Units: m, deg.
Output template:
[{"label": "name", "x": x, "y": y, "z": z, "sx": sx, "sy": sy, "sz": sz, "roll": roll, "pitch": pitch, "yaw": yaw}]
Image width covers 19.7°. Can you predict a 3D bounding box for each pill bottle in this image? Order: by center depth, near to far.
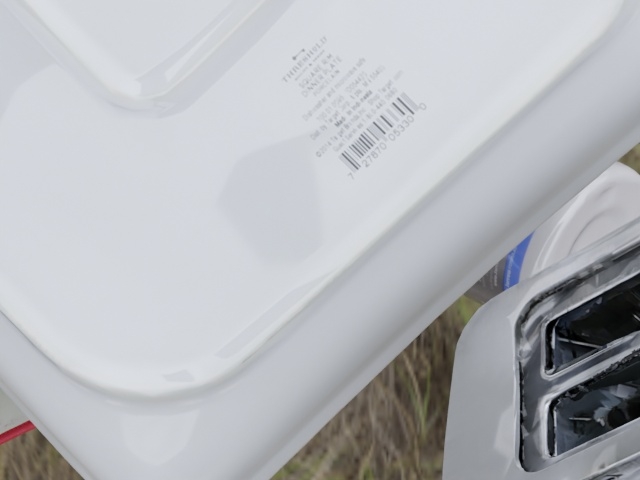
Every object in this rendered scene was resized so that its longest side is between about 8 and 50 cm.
[{"label": "pill bottle", "x": 0.062, "y": -0.019, "z": 0.775, "sx": 0.137, "sy": 0.078, "sz": 0.078, "roll": 29, "pitch": 65, "yaw": 36}]

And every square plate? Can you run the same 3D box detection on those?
[{"label": "square plate", "x": -0.053, "y": -0.111, "z": 0.616, "sx": 0.347, "sy": 0.049, "sz": 0.344, "roll": -43, "pitch": 94, "yaw": 15}]

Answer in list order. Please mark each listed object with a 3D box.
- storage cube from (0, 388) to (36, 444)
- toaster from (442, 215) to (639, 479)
[{"label": "storage cube", "x": -0.207, "y": -0.016, "z": 1.061, "sx": 0.184, "sy": 0.215, "sz": 0.193, "roll": 32, "pitch": 50, "yaw": -31}, {"label": "toaster", "x": 0.123, "y": 0.078, "z": 0.516, "sx": 0.186, "sy": 0.110, "sz": 0.168, "roll": -31, "pitch": 36, "yaw": 34}]
